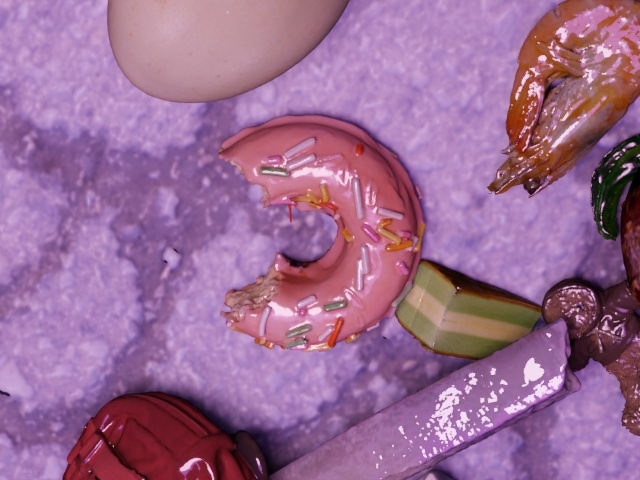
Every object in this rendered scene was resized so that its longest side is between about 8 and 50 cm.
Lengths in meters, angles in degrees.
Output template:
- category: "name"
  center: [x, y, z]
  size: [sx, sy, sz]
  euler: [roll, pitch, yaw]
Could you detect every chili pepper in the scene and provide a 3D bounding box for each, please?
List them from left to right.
- category: "chili pepper"
  center: [0.285, -0.059, 1.063]
  size: [0.055, 0.035, 0.118]
  euler: [36, 100, 10]

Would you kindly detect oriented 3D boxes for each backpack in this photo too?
- category: "backpack"
  center: [-0.161, 0.253, 1.106]
  size: [0.229, 0.139, 0.229]
  euler: [2, 94, 34]

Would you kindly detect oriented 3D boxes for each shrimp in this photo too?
- category: "shrimp"
  center: [0.218, -0.131, 1.043]
  size: [0.115, 0.051, 0.217]
  euler: [37, 104, 1]

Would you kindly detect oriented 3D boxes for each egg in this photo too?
- category: "egg"
  center: [-0.077, -0.223, 0.968]
  size: [0.188, 0.188, 0.253]
  euler: [41, 110, -6]

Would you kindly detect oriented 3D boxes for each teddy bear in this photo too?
- category: "teddy bear"
  center: [0.284, 0.095, 1.085]
  size: [0.160, 0.078, 0.119]
  euler: [45, 126, 9]

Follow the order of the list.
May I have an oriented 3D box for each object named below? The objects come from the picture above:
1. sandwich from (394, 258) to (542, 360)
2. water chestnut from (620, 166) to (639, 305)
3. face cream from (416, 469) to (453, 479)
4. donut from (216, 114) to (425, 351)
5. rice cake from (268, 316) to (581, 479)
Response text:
- category: "sandwich"
  center: [0.146, 0.071, 1.119]
  size: [0.117, 0.074, 0.074]
  euler: [13, 106, -33]
- category: "water chestnut"
  center: [0.377, 0.011, 0.980]
  size: [0.224, 0.223, 0.238]
  euler: [-8, 67, 6]
- category: "face cream"
  center: [0.029, 0.371, 1.154]
  size: [0.102, 0.102, 0.345]
  euler: [40, 103, -6]
- category: "donut"
  center: [0.000, 0.000, 1.072]
  size: [0.199, 0.085, 0.232]
  euler: [-1, 105, 3]
- category: "rice cake"
  center: [0.079, 0.198, 1.105]
  size: [0.399, 0.064, 0.070]
  euler: [-32, 70, 17]
